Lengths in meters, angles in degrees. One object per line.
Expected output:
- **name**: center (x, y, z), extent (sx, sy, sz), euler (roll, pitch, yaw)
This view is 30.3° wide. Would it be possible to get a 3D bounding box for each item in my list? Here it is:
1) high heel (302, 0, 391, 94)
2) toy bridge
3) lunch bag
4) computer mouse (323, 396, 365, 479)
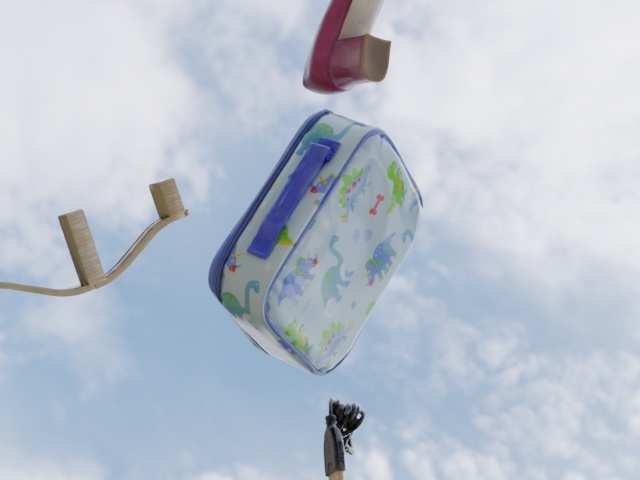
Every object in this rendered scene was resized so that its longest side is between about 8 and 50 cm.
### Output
- **high heel**: center (0.036, -0.280, 1.294), extent (0.117, 0.082, 0.244), euler (1, -95, 48)
- **toy bridge**: center (-0.184, 0.007, 0.915), extent (0.026, 0.188, 0.063), euler (-3, -74, 61)
- **lunch bag**: center (0.000, 0.000, 1.097), extent (0.090, 0.219, 0.176), euler (21, -18, 33)
- **computer mouse**: center (0.032, 0.289, 1.193), extent (0.060, 0.262, 0.184), euler (2, -28, 3)
